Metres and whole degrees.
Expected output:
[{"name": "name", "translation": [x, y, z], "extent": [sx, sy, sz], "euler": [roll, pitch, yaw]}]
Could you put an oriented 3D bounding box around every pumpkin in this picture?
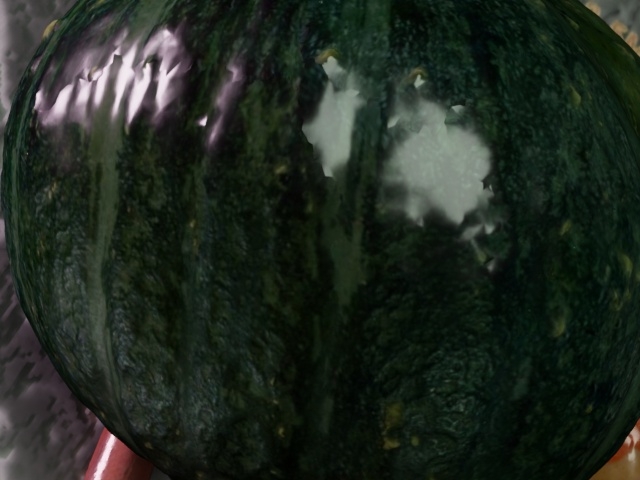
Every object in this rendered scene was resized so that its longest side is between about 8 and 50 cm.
[{"name": "pumpkin", "translation": [0.000, 0.000, 0.771], "extent": [0.293, 0.197, 0.263], "euler": [16, 104, 14]}]

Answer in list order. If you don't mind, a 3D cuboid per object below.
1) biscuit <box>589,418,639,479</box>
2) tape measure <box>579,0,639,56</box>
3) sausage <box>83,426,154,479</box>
[{"name": "biscuit", "translation": [0.185, 0.189, 0.869], "extent": [0.165, 0.036, 0.250], "euler": [-5, 88, 10]}, {"name": "tape measure", "translation": [0.178, -0.075, 0.942], "extent": [0.271, 0.133, 0.231], "euler": [34, 75, -4]}, {"name": "sausage", "translation": [-0.114, 0.167, 0.836], "extent": [0.029, 0.029, 0.223], "euler": [23, 69, -7]}]
